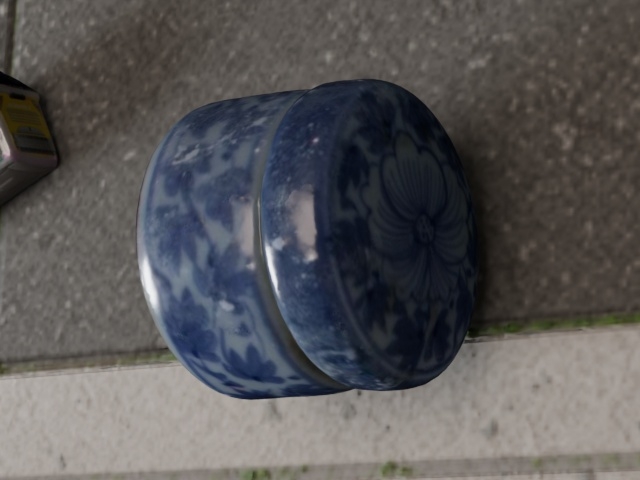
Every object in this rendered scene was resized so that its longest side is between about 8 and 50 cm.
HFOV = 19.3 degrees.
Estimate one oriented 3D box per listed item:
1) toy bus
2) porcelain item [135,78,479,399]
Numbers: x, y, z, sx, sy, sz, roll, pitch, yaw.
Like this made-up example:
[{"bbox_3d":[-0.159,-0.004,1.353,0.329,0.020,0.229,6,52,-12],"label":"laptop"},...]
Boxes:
[{"bbox_3d":[-0.235,-0.031,1.105,0.172,0.057,0.072,-33,71,23],"label":"toy bus"},{"bbox_3d":[0.000,0.000,0.879,0.114,0.147,0.147,-6,74,34],"label":"porcelain item"}]
